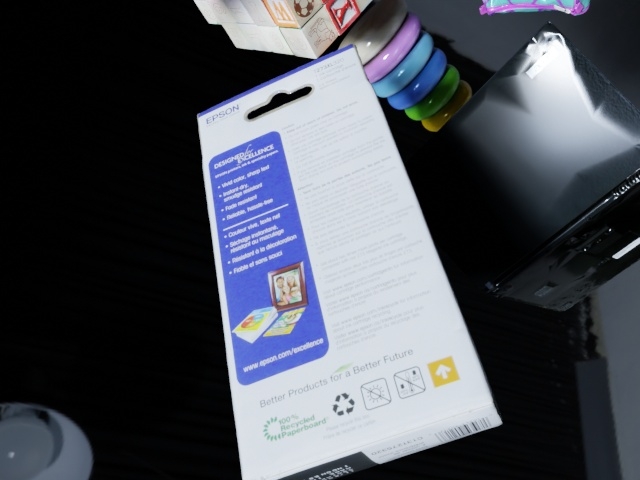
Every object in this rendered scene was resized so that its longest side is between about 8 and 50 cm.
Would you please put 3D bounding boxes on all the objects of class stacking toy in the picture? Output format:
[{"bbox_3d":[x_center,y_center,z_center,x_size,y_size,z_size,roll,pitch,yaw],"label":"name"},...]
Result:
[{"bbox_3d":[0.185,-0.233,1.021,0.141,0.330,0.141,-43,21,21],"label":"stacking toy"}]

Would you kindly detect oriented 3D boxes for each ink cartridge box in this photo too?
[{"bbox_3d":[0.000,0.000,0.527,0.176,0.069,0.371,-22,56,10],"label":"ink cartridge box"}]

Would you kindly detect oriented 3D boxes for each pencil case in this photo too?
[{"bbox_3d":[0.323,-0.373,0.949,0.152,0.064,0.070,12,75,34],"label":"pencil case"}]

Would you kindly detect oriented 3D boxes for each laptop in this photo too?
[{"bbox_3d":[0.255,-0.054,0.676,0.234,0.264,0.136,-45,48,32],"label":"laptop"}]

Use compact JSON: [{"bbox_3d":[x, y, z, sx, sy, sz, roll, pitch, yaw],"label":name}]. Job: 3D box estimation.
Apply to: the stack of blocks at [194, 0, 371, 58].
[{"bbox_3d":[-0.067,-0.343,0.834,0.297,0.087,0.171,25,68,44],"label":"stack of blocks"}]
